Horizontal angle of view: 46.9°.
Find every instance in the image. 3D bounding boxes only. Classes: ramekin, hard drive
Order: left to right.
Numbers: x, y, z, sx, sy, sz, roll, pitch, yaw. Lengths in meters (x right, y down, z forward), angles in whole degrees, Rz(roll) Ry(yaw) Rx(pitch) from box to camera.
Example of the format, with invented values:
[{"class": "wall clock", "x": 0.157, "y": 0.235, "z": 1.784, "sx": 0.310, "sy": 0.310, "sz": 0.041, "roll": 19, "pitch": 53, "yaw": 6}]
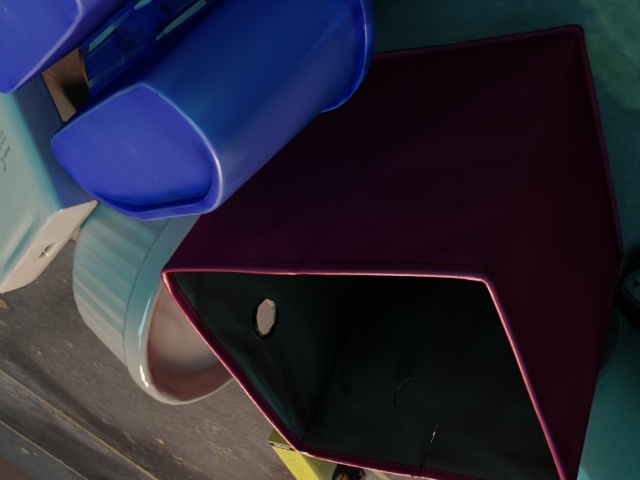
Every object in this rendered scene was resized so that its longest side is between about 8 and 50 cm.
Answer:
[{"class": "hard drive", "x": -0.334, "y": -0.147, "z": 0.706, "sx": 0.233, "sy": 0.047, "sz": 0.353, "roll": -32, "pitch": 82, "yaw": 50}, {"class": "ramekin", "x": -0.125, "y": 0.017, "z": 0.741, "sx": 0.127, "sy": 0.273, "sz": 0.273, "roll": 27, "pitch": 146, "yaw": 23}]

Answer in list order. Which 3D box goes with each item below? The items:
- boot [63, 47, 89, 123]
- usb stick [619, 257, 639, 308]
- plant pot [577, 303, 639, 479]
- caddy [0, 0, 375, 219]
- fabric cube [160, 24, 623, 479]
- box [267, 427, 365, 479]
[{"class": "boot", "x": -0.233, "y": -0.125, "z": 0.794, "sx": 0.165, "sy": 0.077, "sz": 0.213, "roll": 7, "pitch": 138, "yaw": 32}, {"class": "usb stick", "x": 0.350, "y": -0.009, "z": 0.569, "sx": 0.077, "sy": 0.045, "sz": 0.278, "roll": 32, "pitch": 144, "yaw": -6}, {"class": "plant pot", "x": 0.276, "y": 0.207, "z": 0.711, "sx": 0.255, "sy": 0.271, "sz": 0.272, "roll": 49, "pitch": 140, "yaw": -11}, {"class": "caddy", "x": -0.113, "y": -0.154, "z": 0.498, "sx": 0.241, "sy": 0.179, "sz": 0.341, "roll": 51, "pitch": 155, "yaw": -21}, {"class": "fabric cube", "x": 0.081, "y": 0.017, "z": 0.600, "sx": 0.259, "sy": 0.258, "sz": 0.254, "roll": 0, "pitch": 136, "yaw": 33}, {"class": "box", "x": -0.001, "y": 0.364, "z": 1.220, "sx": 0.058, "sy": 0.087, "sz": 0.232, "roll": 3, "pitch": 138, "yaw": 34}]
